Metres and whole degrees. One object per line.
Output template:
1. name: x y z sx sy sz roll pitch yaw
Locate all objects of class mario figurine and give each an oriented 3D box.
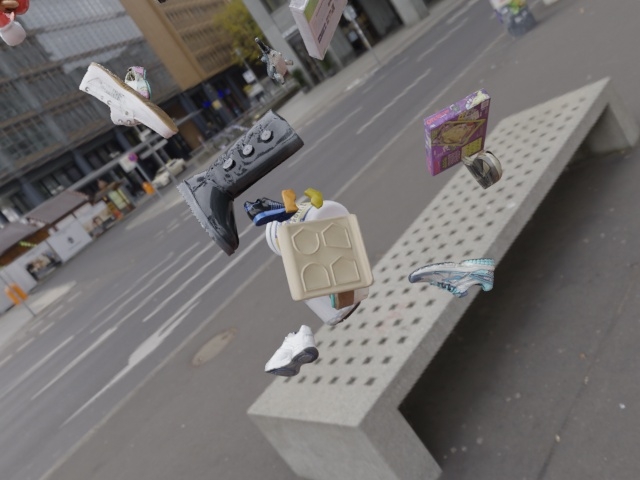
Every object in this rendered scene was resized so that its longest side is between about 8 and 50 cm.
1. mario figurine: -0.812 -0.538 1.377 0.170 0.198 0.320 -4 16 22

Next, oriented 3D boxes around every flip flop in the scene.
1. flip flop: 0.464 -0.210 1.677 0.080 0.112 0.277 -38 0 3

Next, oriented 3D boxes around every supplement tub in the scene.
1. supplement tub: -0.047 -0.032 2.312 0.228 0.228 0.316 -43 24 -29

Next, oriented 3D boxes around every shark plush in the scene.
1. shark plush: -0.136 -0.468 1.583 0.161 0.067 0.073 20 -92 -66

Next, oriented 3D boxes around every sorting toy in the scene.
1. sorting toy: 0.000 0.000 1.646 0.228 0.308 0.041 -11 -15 -14

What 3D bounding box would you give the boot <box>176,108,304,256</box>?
1. boot: -0.231 -0.204 2.034 0.445 0.146 0.367 -36 59 -4

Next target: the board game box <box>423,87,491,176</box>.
1. board game box: 0.442 -0.341 1.963 0.208 0.056 0.347 -32 -21 -1

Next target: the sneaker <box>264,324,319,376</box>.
1. sneaker: -0.106 0.418 2.235 0.297 0.110 0.129 -38 42 38

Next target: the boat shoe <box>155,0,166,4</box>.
1. boat shoe: -0.441 -0.749 1.601 0.068 0.228 0.081 -11 33 2

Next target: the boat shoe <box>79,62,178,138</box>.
1. boat shoe: -0.482 -0.328 1.507 0.096 0.277 0.098 -53 -8 6

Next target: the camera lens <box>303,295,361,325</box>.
1. camera lens: 0.034 0.221 2.649 0.219 0.274 0.219 -44 1 1

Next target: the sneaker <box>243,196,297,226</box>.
1. sneaker: -0.170 -0.113 2.098 0.081 0.090 0.232 -47 -18 30

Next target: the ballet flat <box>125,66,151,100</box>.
1. ballet flat: -0.652 -0.555 2.141 0.079 0.077 0.222 -1 40 -23

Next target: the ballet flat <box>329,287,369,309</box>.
1. ballet flat: 0.081 0.147 1.837 0.124 0.116 0.342 2 -2 -3

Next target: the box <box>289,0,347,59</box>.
1. box: 0.000 -0.758 1.926 0.322 0.058 0.233 46 -114 -77

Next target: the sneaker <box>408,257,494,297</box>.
1. sneaker: 0.430 0.129 1.961 0.282 0.122 0.110 -7 -5 5
